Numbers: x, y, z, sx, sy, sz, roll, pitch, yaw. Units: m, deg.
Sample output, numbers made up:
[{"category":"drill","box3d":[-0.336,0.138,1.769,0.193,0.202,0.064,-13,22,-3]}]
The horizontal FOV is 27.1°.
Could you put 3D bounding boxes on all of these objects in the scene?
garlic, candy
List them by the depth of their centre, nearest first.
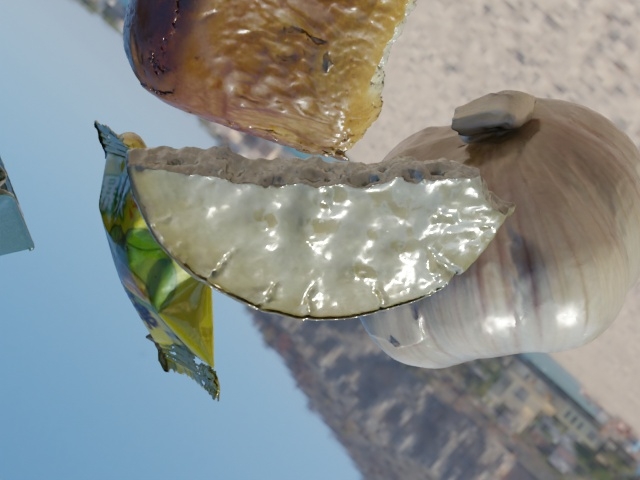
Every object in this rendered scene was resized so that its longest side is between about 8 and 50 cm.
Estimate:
[{"category":"garlic","box3d":[0.163,-0.005,1.249,0.241,0.322,0.322,63,-178,1]},{"category":"candy","box3d":[-0.173,0.018,1.413,0.187,0.081,0.297,16,126,64]}]

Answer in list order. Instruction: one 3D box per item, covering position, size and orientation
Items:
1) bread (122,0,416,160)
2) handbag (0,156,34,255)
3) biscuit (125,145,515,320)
[{"category":"bread","box3d":[-0.020,-0.104,0.581,0.126,0.129,0.044,25,-164,-3]},{"category":"handbag","box3d":[-0.501,0.013,1.532,0.089,0.326,0.238,60,166,15]},{"category":"biscuit","box3d":[0.000,0.001,0.978,0.289,0.141,0.038,2,-148,-10]}]
